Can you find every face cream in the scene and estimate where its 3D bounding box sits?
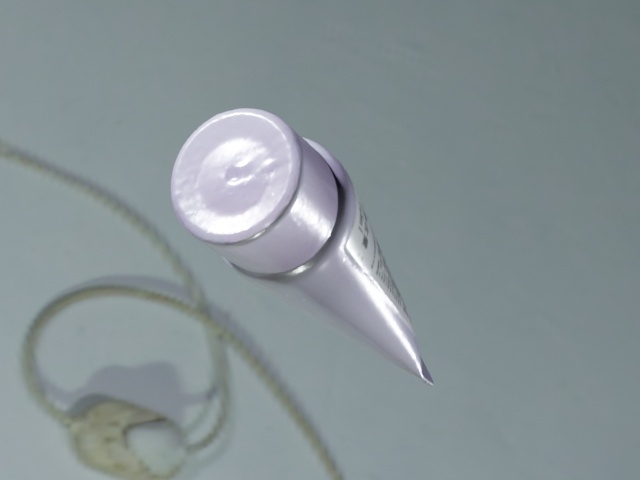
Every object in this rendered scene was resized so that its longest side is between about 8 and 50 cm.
[{"bbox_3d":[0.000,0.000,1.280,0.154,0.096,0.274,62,12,28],"label":"face cream"}]
